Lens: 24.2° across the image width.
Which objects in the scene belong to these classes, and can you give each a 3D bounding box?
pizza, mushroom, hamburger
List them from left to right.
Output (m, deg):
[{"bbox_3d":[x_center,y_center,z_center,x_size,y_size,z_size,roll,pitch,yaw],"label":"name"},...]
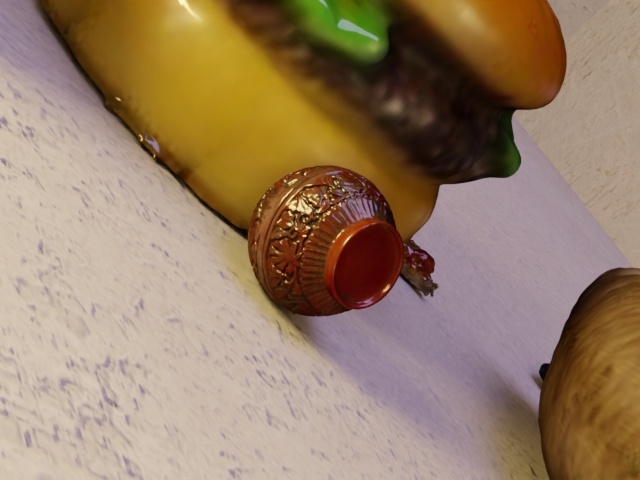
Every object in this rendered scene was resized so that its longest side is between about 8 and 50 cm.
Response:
[{"bbox_3d":[0.003,-0.182,1.108,0.396,0.277,0.396,43,14,-13],"label":"hamburger"},{"bbox_3d":[0.071,0.000,1.339,0.100,0.029,0.099,46,12,-6],"label":"pizza"},{"bbox_3d":[0.255,0.163,1.134,0.313,0.224,0.397,17,22,-39],"label":"mushroom"}]

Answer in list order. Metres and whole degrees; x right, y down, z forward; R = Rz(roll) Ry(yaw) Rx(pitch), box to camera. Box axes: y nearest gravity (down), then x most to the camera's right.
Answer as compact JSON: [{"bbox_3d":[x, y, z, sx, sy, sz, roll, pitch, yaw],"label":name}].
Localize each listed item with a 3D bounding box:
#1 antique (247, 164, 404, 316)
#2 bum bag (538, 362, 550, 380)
[{"bbox_3d":[0.000,0.000,0.955,0.104,0.104,0.104,44,13,-13],"label":"antique"},{"bbox_3d":[0.309,0.203,1.400,0.137,0.074,0.310,17,23,-41],"label":"bum bag"}]
